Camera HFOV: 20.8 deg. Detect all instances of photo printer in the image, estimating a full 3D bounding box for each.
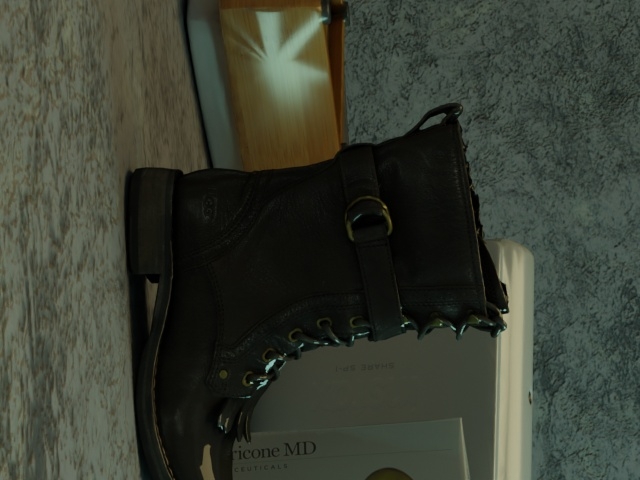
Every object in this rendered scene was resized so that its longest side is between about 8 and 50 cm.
[{"bbox_3d":[0.056,0.161,1.480,0.107,0.256,0.308,36,54,-58],"label":"photo printer"}]

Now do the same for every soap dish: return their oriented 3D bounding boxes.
[{"bbox_3d":[-0.040,-0.195,1.527,0.291,0.118,0.229,-88,173,-47],"label":"soap dish"}]

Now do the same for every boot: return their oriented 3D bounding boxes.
[{"bbox_3d":[0.003,0.054,1.079,0.091,0.228,0.263,-40,126,-85],"label":"boot"}]

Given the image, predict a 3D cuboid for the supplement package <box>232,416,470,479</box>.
[{"bbox_3d":[0.017,0.287,1.240,0.198,0.199,0.263,76,11,-64],"label":"supplement package"}]
